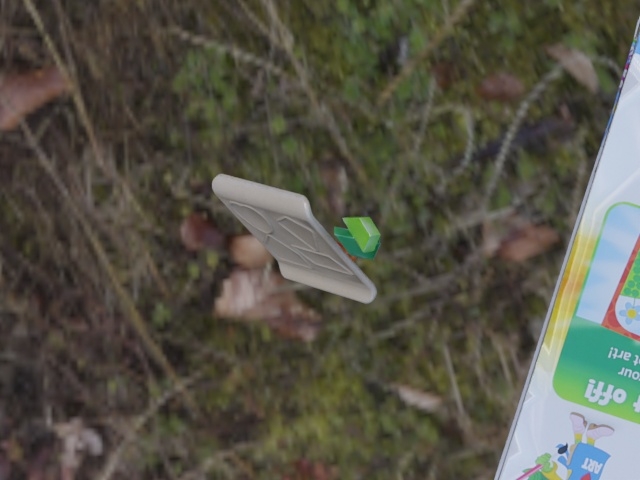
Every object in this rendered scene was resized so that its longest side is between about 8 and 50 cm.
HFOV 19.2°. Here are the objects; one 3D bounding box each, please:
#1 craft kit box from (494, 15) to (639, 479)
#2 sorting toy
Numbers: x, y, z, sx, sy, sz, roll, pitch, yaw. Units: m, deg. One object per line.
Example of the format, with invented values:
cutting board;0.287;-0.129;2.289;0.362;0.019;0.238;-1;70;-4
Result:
craft kit box;0.196;0.069;0.664;0.250;0.061;0.246;19;98;9
sorting toy;0.000;0.000;0.747;0.012;0.083;0.062;-54;132;-20
